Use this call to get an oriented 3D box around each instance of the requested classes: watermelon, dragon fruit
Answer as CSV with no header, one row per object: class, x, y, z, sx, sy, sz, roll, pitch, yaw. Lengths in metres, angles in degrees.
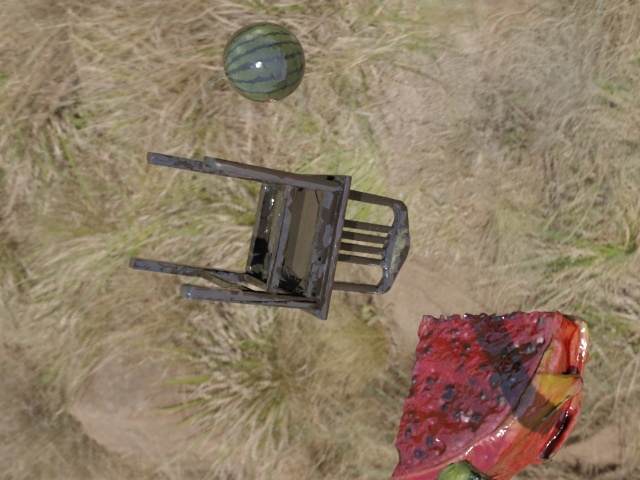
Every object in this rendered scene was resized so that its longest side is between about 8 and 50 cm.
watermelon,-0.086,-0.229,1.144,0.133,0.105,0.105,-16,104,-6
dragon fruit,0.257,0.202,1.219,0.302,0.330,0.240,-35,62,19

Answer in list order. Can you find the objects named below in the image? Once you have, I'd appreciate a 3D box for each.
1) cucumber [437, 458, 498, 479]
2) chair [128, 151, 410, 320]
cucumber,0.185,0.268,0.723,0.257,0.044,0.043,47,166,-20
chair,0.000,0.000,0.550,0.101,0.212,0.084,15,95,57
